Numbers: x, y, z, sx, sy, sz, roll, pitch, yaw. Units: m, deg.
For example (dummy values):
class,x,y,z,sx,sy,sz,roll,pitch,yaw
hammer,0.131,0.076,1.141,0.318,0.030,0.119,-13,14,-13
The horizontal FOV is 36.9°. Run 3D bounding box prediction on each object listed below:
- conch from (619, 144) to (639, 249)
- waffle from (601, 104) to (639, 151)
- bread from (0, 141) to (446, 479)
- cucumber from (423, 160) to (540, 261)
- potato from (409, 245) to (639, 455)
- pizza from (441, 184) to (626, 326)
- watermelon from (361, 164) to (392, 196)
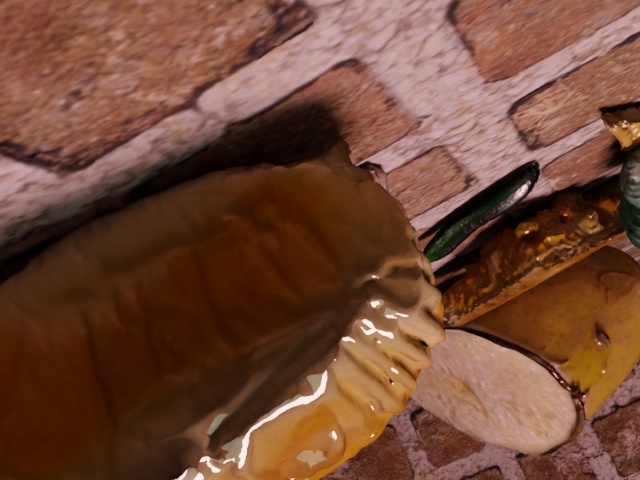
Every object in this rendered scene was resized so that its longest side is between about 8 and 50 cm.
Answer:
class,x,y,z,sx,sy,sz,roll,pitch,yaw
conch,0.422,-0.072,1.110,0.202,0.134,0.196,-9,127,-56
waffle,0.344,-0.133,0.993,0.097,0.023,0.153,-31,163,20
bread,-0.096,0.097,0.690,0.389,0.236,0.183,-25,163,0
cucumber,0.174,-0.028,1.067,0.036,0.033,0.184,12,142,-37
potato,0.329,0.143,1.521,0.296,0.290,0.397,-48,-163,-28
pizza,0.303,0.013,1.300,0.258,0.087,0.268,-21,165,-30
watermelon,-0.010,0.004,0.884,0.207,0.136,0.202,12,109,-21
